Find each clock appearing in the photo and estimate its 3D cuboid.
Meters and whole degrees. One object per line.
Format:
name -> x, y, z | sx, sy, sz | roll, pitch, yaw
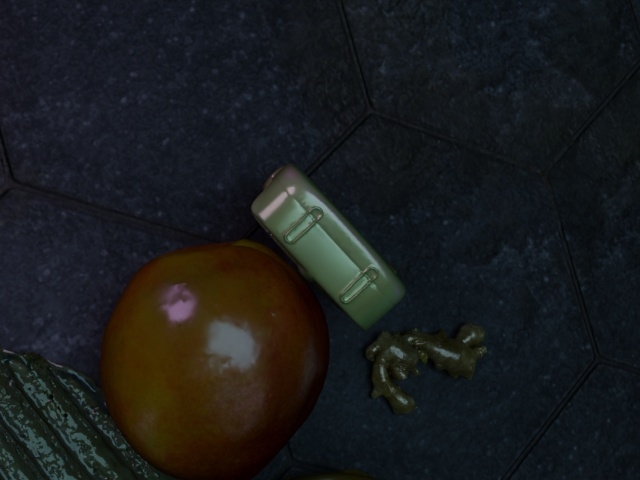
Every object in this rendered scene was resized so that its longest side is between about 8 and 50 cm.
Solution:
clock -> 0.000, 0.000, 1.467 | 0.096, 0.308, 0.235 | -44, 99, 1

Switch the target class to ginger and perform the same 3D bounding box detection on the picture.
ginger -> 0.162, 0.184, 1.624 | 0.176, 0.052, 0.193 | 35, 72, -18

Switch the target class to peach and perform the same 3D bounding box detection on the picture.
peach -> -0.141, 0.165, 1.387 | 0.308, 0.308, 0.332 | -1, 87, -21

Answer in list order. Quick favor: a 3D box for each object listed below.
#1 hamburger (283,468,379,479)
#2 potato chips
hamburger -> 0.018, 0.507, 1.366 | 0.395, 0.277, 0.396 | 0, 90, -10
potato chips -> -0.362, 0.336, 1.335 | 0.429, 0.070, 0.358 | 53, 42, -6
